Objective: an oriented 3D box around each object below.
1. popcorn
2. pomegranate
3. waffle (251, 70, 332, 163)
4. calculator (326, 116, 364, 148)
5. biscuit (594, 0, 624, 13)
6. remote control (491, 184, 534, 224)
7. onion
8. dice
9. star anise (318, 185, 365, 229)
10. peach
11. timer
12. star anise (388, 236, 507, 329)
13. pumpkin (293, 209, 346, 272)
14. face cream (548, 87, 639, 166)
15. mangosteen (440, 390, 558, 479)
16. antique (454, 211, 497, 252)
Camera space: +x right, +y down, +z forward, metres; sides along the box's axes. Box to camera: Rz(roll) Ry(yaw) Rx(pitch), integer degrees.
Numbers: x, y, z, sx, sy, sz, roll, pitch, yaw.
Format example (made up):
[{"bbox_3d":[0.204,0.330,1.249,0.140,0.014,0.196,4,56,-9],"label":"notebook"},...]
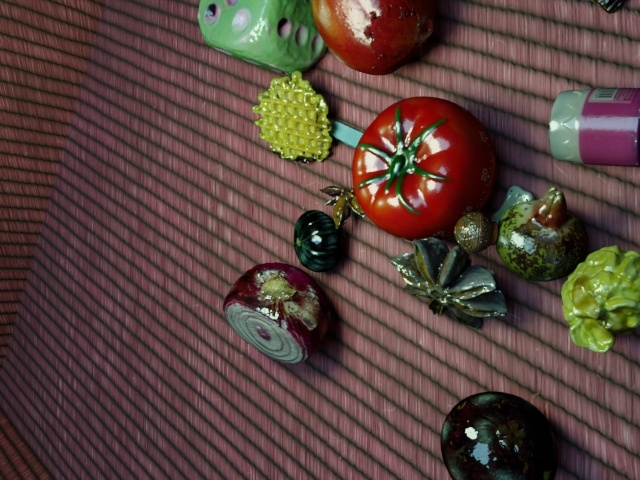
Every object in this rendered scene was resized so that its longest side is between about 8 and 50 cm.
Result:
[{"bbox_3d":[0.643,0.127,1.385,0.181,0.217,0.235,41,147,-4],"label":"popcorn"},{"bbox_3d":[0.527,-0.024,1.479,0.214,0.214,0.248,41,145,31],"label":"pomegranate"},{"bbox_3d":[-0.092,-0.377,2.027,0.312,0.060,0.307,-22,95,47],"label":"waffle"},{"bbox_3d":[0.066,-0.340,1.979,0.172,0.018,0.057,30,107,34],"label":"calculator"},{"bbox_3d":[0.622,-0.722,1.544,0.107,0.073,0.388,-44,64,25],"label":"biscuit"},{"bbox_3d":[0.497,-0.079,1.628,0.074,0.032,0.122,40,110,32],"label":"remote control"},{"bbox_3d":[-0.110,0.210,1.940,0.337,0.260,0.282,18,138,27],"label":"onion"},{"bbox_3d":[-0.164,-0.714,1.986,0.330,0.322,0.318,25,102,34],"label":"dice"},{"bbox_3d":[0.086,-0.107,1.885,0.212,0.053,0.157,0,52,13],"label":"star anise"},{"bbox_3d":[0.147,-0.643,1.735,0.370,0.370,0.370,-2,86,37],"label":"peach"},{"bbox_3d":[0.271,-0.184,1.654,0.378,0.279,0.378,-6,81,39],"label":"timer"},{"bbox_3d":[0.333,0.105,1.624,0.332,0.331,0.117,19,62,36],"label":"star anise"},{"bbox_3d":[-0.012,0.003,1.938,0.194,0.150,0.194,-14,70,43],"label":"pumpkin"},{"bbox_3d":[0.645,-0.259,1.436,0.195,0.175,0.175,11,94,38],"label":"face cream"},{"bbox_3d":[0.424,0.507,1.520,0.288,0.288,0.288,-2,86,37],"label":"mangosteen"},{"bbox_3d":[0.372,-0.020,1.515,0.104,0.104,0.104,-2,86,37],"label":"antique"}]
